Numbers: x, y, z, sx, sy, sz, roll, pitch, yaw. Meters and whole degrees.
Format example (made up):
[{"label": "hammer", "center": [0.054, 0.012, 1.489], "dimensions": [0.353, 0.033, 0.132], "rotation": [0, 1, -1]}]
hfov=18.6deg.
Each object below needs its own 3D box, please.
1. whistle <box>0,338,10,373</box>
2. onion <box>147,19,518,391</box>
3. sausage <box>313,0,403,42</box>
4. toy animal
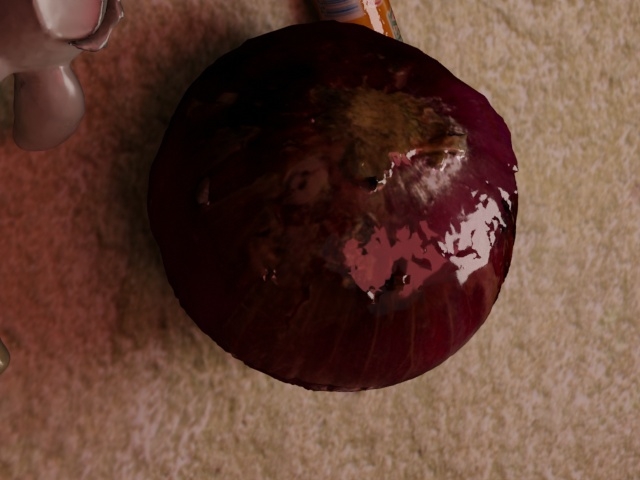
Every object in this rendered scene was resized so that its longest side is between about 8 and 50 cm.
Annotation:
[{"label": "whistle", "center": [-0.328, 0.013, 1.625], "dimensions": [0.126, 0.067, 0.258], "rotation": [-39, 127, -25]}, {"label": "onion", "center": [0.000, 0.000, 1.779], "dimensions": [0.348, 0.348, 0.385], "rotation": [-32, 159, -30]}, {"label": "sausage", "center": [0.042, -0.197, 1.880], "dimensions": [0.071, 0.071, 0.234], "rotation": [-38, 125, -27]}, {"label": "toy animal", "center": [-0.248, -0.231, 1.568], "dimensions": [0.208, 0.154, 0.325], "rotation": [10, 100, -36]}]
